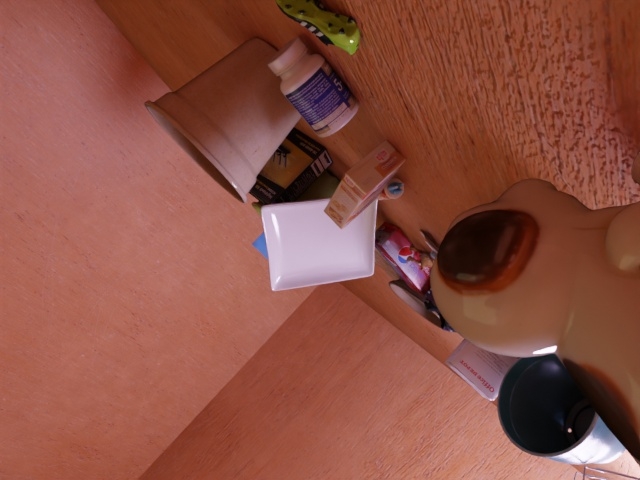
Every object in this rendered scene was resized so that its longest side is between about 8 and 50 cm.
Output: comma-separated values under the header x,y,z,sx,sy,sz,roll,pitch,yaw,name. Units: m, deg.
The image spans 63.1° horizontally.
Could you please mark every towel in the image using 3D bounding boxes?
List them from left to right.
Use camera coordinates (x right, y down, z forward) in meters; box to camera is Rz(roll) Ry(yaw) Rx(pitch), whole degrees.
x,y,z,sx,sy,sz,roll,pitch,yaw,name
0.313,0.120,1.971,0.332,0.053,0.317,43,173,9,towel

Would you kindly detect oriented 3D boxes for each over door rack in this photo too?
x,y,z,sx,sy,sz,roll,pitch,yaw,name
0.810,0.586,1.300,0.324,0.108,0.239,-5,152,18,over door rack

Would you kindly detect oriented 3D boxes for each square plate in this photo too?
x,y,z,sx,sy,sz,roll,pitch,yaw,name
0.000,0.000,1.613,0.049,0.344,0.347,-107,11,-48,square plate

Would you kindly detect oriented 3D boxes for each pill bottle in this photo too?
x,y,z,sx,sy,sz,roll,pitch,yaw,name
-0.017,-0.316,1.074,0.187,0.112,0.112,47,172,-25,pill bottle

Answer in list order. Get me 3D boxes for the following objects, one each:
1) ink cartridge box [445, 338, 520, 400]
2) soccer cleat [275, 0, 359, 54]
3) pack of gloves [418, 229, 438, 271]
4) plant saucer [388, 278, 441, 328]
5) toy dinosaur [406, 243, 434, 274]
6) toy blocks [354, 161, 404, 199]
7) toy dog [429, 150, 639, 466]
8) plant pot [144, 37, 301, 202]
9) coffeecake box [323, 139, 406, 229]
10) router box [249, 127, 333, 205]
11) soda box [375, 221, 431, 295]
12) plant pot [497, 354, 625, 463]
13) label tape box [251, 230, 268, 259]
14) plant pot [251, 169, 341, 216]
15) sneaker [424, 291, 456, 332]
x,y,z,sx,sy,sz,roll,pitch,yaw,name
0.497,0.329,1.520,0.160,0.219,0.092,43,172,7,ink cartridge box
-0.008,-0.378,0.897,0.179,0.060,0.072,38,172,17,soccer cleat
0.349,0.096,1.438,0.232,0.046,0.195,46,-168,-20,pack of gloves
0.372,0.232,1.937,0.278,0.041,0.278,39,173,5,plant saucer
0.320,0.052,1.597,0.112,0.064,0.211,19,171,26,toy dinosaur
0.150,-0.154,1.305,0.123,0.054,0.148,45,172,-12,toy blocks
0.320,0.087,0.567,0.408,0.395,0.284,30,176,25,toy dog
-0.201,-0.315,1.296,0.334,0.305,0.334,43,172,8,plant pot
0.098,-0.125,1.200,0.068,0.142,0.185,46,154,7,coffeecake box
-0.152,-0.250,1.635,0.309,0.243,0.081,38,171,33,router box
0.277,0.061,1.710,0.263,0.083,0.092,47,172,-28,soda box
0.645,0.448,1.334,0.255,0.272,0.271,32,178,-27,plant pot
-0.078,-0.022,2.135,0.240,0.334,0.106,45,172,-9,label tape box
-0.048,-0.117,1.773,0.276,0.254,0.276,43,172,8,plant pot
0.464,0.270,1.721,0.283,0.124,0.107,43,173,5,sneaker
